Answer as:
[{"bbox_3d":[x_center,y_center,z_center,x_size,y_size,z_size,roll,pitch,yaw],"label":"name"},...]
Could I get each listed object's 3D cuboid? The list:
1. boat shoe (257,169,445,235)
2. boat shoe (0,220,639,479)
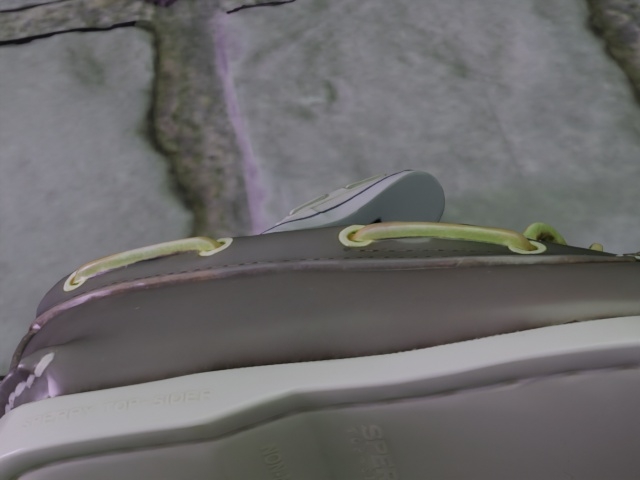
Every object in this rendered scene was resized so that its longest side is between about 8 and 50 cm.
[{"bbox_3d":[0.000,0.000,0.552,0.100,0.035,0.035,-32,19,-20],"label":"boat shoe"},{"bbox_3d":[0.048,0.038,0.439,0.305,0.109,0.091,-6,46,8],"label":"boat shoe"}]
